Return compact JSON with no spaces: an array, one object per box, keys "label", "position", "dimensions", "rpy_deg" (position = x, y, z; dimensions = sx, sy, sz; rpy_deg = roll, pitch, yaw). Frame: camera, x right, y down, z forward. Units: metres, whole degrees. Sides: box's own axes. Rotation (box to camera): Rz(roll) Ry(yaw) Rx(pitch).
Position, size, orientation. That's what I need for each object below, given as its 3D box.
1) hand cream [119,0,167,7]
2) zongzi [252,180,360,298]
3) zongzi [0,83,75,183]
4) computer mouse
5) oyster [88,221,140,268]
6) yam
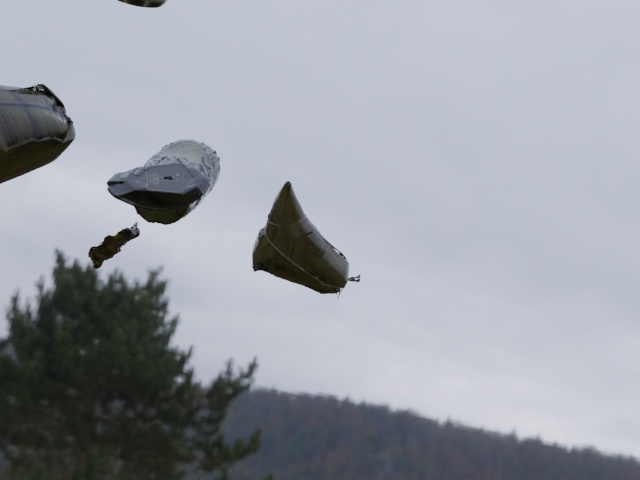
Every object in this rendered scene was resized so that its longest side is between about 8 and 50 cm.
[{"label":"hand cream","position":[-0.298,-0.602,1.991],"dimensions":[0.185,0.359,0.118],"rpy_deg":[13,18,-2]},{"label":"zongzi","position":[0.000,0.000,1.740],"dimensions":[0.189,0.081,0.178],"rpy_deg":[20,-50,-8]},{"label":"zongzi","position":[-0.479,-0.193,1.401],"dimensions":[0.123,0.260,0.289],"rpy_deg":[-33,-91,49]},{"label":"computer mouse","position":[-0.302,-0.096,2.093],"dimensions":[0.192,0.106,0.062],"rpy_deg":[-2,-52,-3]},{"label":"oyster","position":[-0.347,0.009,1.882],"dimensions":[0.086,0.029,0.132],"rpy_deg":[-27,-9,-24]},{"label":"yam","position":[-0.300,-0.117,2.273],"dimensions":[0.154,0.154,0.254],"rpy_deg":[12,20,3]}]
